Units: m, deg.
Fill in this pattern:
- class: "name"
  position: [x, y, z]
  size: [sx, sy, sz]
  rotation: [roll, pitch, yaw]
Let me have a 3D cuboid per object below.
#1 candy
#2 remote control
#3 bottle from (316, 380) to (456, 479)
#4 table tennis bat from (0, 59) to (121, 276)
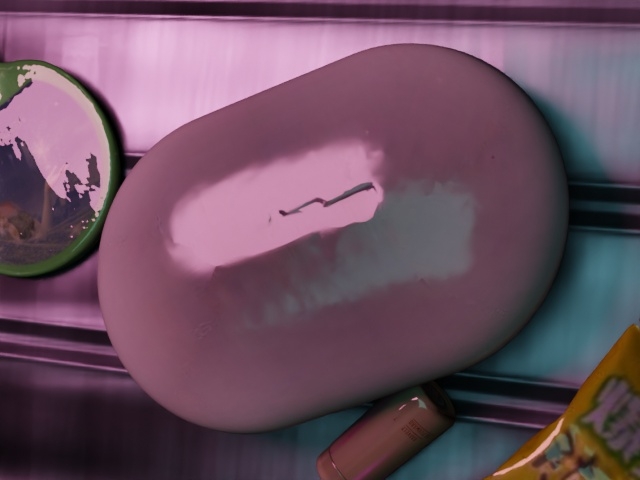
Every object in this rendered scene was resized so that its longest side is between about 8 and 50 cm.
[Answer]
- class: "candy"
  position: [0.170, 0.185, 0.764]
  size: [0.297, 0.081, 0.187]
  rotation: [-44, 72, 14]
- class: "remote control"
  position: [0.000, 0.000, 0.824]
  size: [0.332, 0.103, 0.221]
  rotation: [-20, 79, 19]
- class: "bottle"
  position: [0.042, 0.133, 0.834]
  size: [0.096, 0.045, 0.045]
  rotation: [-43, 74, 15]
- class: "table tennis bat"
  position: [-0.250, -0.093, 0.961]
  size: [0.160, 0.039, 0.257]
  rotation: [-32, 80, 14]
